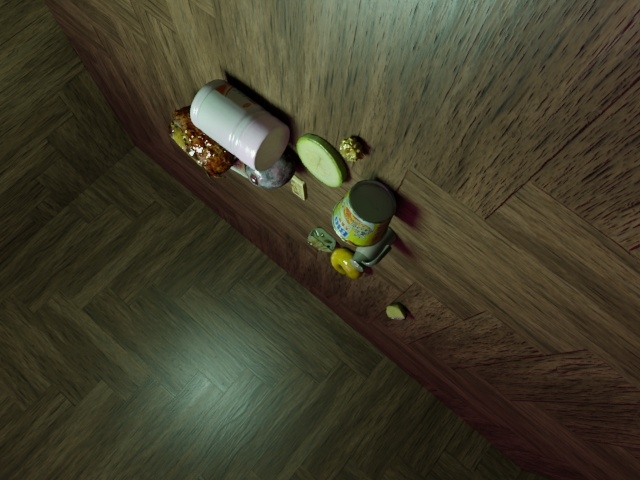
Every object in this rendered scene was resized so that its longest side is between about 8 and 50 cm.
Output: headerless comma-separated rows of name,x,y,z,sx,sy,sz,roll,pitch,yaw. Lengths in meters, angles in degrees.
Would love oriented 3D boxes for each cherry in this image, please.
cherry,-0.198,-0.287,1.812,0.195,0.195,0.195,38,164,13

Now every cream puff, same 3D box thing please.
cream puff,-0.497,-0.447,2.013,0.350,0.228,0.350,45,179,1

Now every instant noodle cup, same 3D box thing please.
instant noodle cup,0.152,-0.094,1.513,0.205,0.205,0.153,40,154,5

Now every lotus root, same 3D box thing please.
lotus root,0.001,-0.004,2.302,0.143,0.070,0.144,39,161,-12

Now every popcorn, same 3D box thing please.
popcorn,0.095,-0.272,1.398,0.083,0.057,0.082,41,166,-6

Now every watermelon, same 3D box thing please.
watermelon,-0.368,-0.375,2.154,0.121,0.097,0.158,20,162,18

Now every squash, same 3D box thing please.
squash,0.001,-0.280,1.626,0.219,0.041,0.219,38,163,14

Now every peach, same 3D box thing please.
peach,0.132,0.112,2.236,0.179,0.103,0.179,38,166,11

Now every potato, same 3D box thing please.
potato,0.382,0.342,2.328,0.096,0.066,0.103,3,135,28

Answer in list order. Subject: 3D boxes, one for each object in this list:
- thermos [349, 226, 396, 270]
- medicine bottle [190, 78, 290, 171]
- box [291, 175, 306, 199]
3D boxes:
thermos,0.195,0.033,1.717,0.137,0.193,0.105,19,151,53
medicine bottle,-0.286,-0.412,1.660,0.316,0.202,0.202,38,164,14
box,-0.095,-0.230,2.018,0.073,0.020,0.149,37,164,16
